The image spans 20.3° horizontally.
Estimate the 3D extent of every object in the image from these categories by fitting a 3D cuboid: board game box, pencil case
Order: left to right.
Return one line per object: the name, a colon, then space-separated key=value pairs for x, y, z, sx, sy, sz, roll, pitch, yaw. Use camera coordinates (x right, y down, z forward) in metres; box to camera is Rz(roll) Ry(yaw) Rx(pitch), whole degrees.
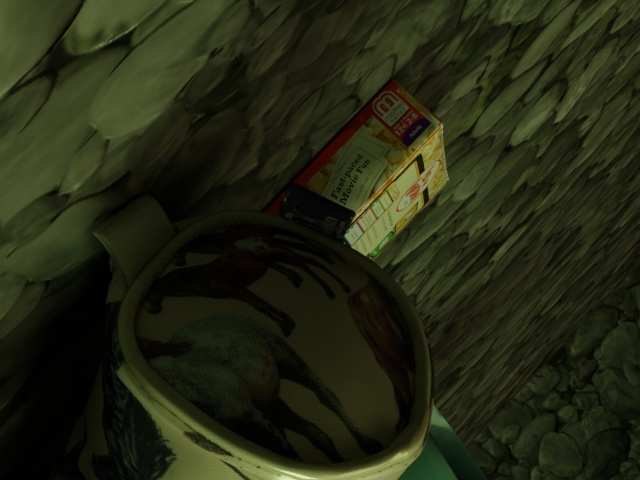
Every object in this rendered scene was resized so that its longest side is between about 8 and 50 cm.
pencil case: x=-0.082 y=0.140 z=1.000 sx=0.160 sy=0.183 sz=0.410 roll=-32 pitch=163 yaw=-36
board game box: x=0.000 y=0.000 z=1.131 sx=0.193 sy=0.045 sz=0.147 roll=-46 pitch=168 yaw=-5

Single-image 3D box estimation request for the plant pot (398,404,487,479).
plant pot: x=0.077 y=0.334 z=1.943 sx=0.235 sy=0.293 sz=0.293 roll=-33 pitch=169 yaw=6
